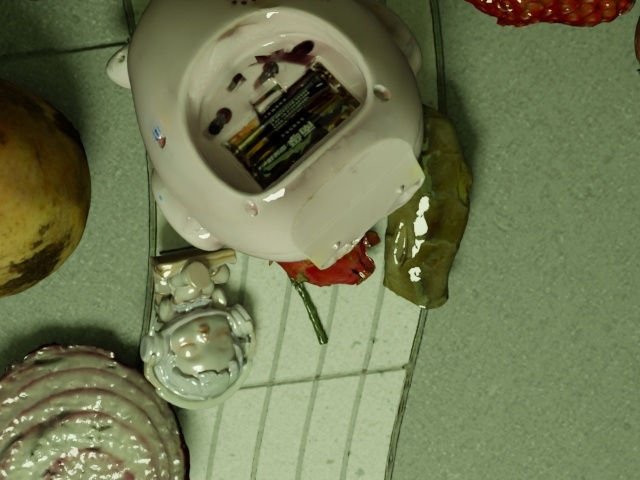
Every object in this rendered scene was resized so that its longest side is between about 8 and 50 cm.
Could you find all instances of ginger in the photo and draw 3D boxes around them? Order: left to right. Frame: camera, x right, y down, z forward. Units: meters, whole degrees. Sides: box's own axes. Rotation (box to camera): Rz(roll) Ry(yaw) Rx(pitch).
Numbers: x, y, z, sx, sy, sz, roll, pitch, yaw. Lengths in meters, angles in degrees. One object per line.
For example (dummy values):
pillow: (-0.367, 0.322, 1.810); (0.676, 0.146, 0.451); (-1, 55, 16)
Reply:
ginger: (0.137, -0.047, 1.524); (0.116, 0.109, 0.263); (-5, 105, -25)

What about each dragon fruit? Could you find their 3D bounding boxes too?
dragon fruit: (0.000, 0.000, 1.529); (0.166, 0.133, 0.136); (37, 95, -4)

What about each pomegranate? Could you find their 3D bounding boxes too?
pomegranate: (-0.437, -0.069, 1.442); (0.322, 0.322, 0.322); (1, 103, 3)

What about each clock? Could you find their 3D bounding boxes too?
clock: (-0.073, -0.176, 1.394); (0.368, 0.250, 0.377); (-41, 69, 0)

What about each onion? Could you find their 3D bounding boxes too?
onion: (-0.322, 0.290, 1.618); (0.314, 0.146, 0.280); (6, 80, 2)

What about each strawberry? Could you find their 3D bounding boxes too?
strawberry: (0.292, -0.345, 1.421); (0.244, 0.205, 0.205); (23, 104, -23)

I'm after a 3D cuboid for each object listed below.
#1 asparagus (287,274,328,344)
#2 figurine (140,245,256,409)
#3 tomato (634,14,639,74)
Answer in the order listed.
asparagus: (-0.017, 0.093, 1.611); (0.015, 0.014, 0.114); (-25, 100, -9)
figurine: (-0.162, 0.123, 1.559); (0.162, 0.141, 0.237); (-8, 105, -24)
tomato: (0.502, -0.241, 1.417); (0.214, 0.155, 0.181); (22, 99, -1)
